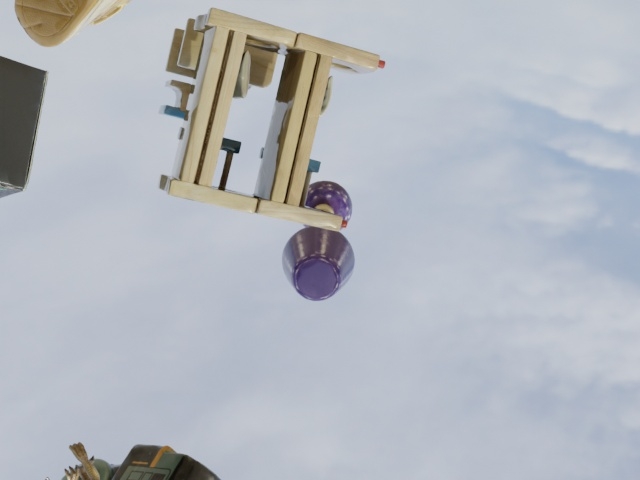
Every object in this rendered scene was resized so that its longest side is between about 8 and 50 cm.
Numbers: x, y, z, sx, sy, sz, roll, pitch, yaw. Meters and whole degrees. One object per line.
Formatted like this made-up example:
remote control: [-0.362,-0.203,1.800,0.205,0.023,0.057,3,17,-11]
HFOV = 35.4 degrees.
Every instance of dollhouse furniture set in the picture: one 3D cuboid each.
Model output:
dollhouse furniture set: [-0.051,-0.090,0.768,0.128,0.129,0.183,13,-177,-17]

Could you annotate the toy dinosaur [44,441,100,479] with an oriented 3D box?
toy dinosaur: [-0.166,0.206,0.731,0.053,0.183,0.093,-30,-113,-24]

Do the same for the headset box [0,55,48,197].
headset box: [-0.440,-0.123,1.002,0.246,0.131,0.283,16,166,-36]

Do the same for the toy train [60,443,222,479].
toy train: [-0.208,0.331,0.919,0.190,0.142,0.334,-9,-142,43]

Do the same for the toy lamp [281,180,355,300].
toy lamp: [0.000,0.000,1.118,0.080,0.080,0.275,2,-165,2]

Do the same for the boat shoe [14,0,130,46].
boat shoe: [-0.131,-0.192,0.654,0.170,0.063,0.059,-31,-171,29]
